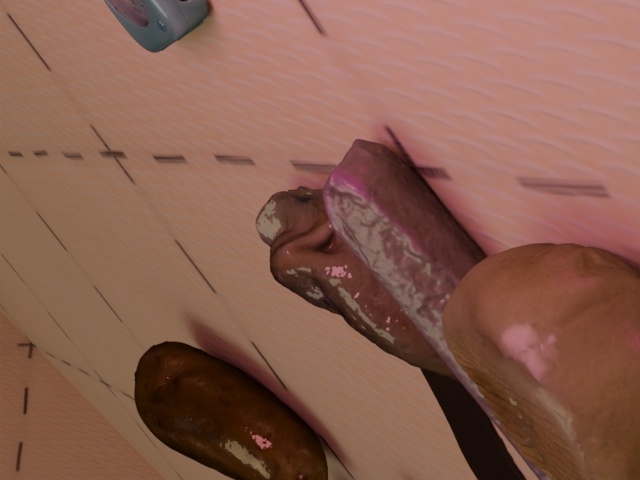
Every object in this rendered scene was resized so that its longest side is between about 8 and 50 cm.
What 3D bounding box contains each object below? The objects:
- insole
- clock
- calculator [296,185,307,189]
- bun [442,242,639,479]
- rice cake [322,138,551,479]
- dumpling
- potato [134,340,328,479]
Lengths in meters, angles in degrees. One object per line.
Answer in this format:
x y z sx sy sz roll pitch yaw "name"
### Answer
0.170 0.218 1.249 0.111 0.007 0.327 19 146 53 "insole"
-0.161 -0.232 1.043 0.147 0.045 0.108 54 160 -13 "clock"
0.000 0.000 1.179 0.094 0.019 0.141 39 157 25 "calculator"
0.172 0.080 0.805 0.178 0.128 0.193 56 171 -21 "bun"
0.137 0.091 0.945 0.064 0.070 0.399 -36 96 38 "rice cake"
0.050 0.042 1.039 0.332 0.086 0.166 30 154 27 "dumpling"
-0.135 0.268 1.793 0.369 0.176 0.195 25 124 41 "potato"
